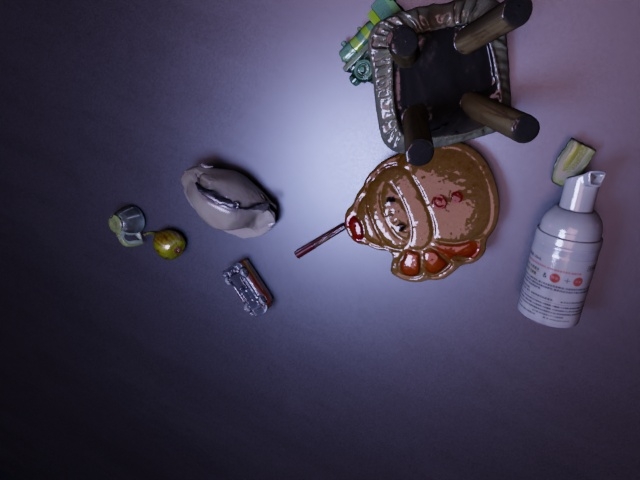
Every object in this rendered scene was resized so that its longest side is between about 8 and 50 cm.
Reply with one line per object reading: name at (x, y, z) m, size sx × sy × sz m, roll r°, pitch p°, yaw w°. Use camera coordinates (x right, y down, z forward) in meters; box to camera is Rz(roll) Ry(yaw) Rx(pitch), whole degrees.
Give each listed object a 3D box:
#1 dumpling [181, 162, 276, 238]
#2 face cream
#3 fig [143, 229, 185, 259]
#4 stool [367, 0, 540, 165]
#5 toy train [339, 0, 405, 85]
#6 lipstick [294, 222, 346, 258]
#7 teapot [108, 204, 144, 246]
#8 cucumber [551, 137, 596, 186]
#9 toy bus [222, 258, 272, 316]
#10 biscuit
dumpling at (-0.270, -0.090, 1.404) m, size 0.293 × 0.163 × 0.204 m, roll 30°, pitch 112°, yaw -6°
face cream at (0.569, 0.008, 1.155) m, size 0.146 × 0.145 × 0.369 m, roll 12°, pitch 112°, yaw 15°
fig at (-0.502, 0.001, 1.553) m, size 0.166 × 0.093 × 0.093 m, roll 20°, pitch 114°, yaw 11°
stool at (0.275, -0.330, 1.036) m, size 0.311 × 0.226 × 0.310 m, roll -14°, pitch 113°, yaw 0°
toy train at (0.129, -0.463, 1.175) m, size 0.200 × 0.083 × 0.132 m, roll -38°, pitch 83°, yaw 27°
lipstick at (0.000, -0.001, 1.414) m, size 0.177 × 0.027 × 0.027 m, roll -32°, pitch 96°, yaw 25°
teapot at (-0.603, -0.048, 1.562) m, size 0.124 × 0.091 × 0.092 m, roll 43°, pitch 118°, yaw 12°
cucumber at (0.569, -0.178, 1.147) m, size 0.067 × 0.035 × 0.107 m, roll 23°, pitch 121°, yaw -2°
toy bus at (-0.213, 0.141, 1.510) m, size 0.079 × 0.077 × 0.174 m, roll -30°, pitch 98°, yaw 26°
biscuit at (0.246, -0.074, 1.248) m, size 0.382 × 0.074 × 0.358 m, roll -18°, pitch 92°, yaw 14°
